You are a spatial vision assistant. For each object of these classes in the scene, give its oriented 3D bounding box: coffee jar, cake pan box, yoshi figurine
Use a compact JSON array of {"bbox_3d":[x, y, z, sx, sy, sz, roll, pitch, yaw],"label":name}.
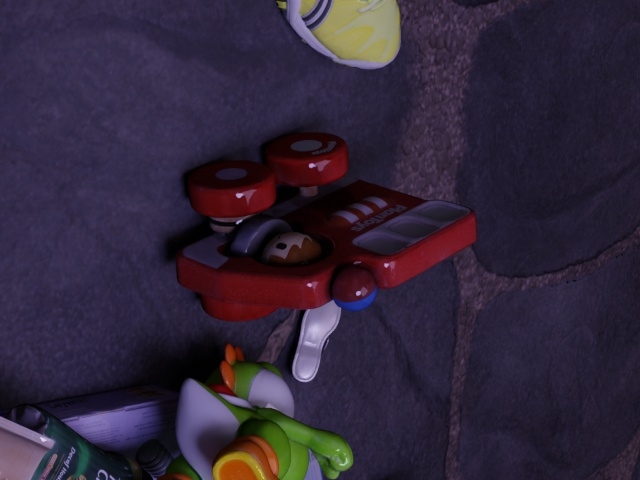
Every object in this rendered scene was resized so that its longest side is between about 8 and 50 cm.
[{"bbox_3d":[-0.254,0.243,1.395,0.184,0.079,0.096,41,72,-46],"label":"coffee jar"},{"bbox_3d":[-0.273,0.296,1.504,0.267,0.070,0.245,-7,106,-48],"label":"cake pan box"},{"bbox_3d":[-0.078,0.256,1.535,0.362,0.204,0.203,-71,-179,-74],"label":"yoshi figurine"}]

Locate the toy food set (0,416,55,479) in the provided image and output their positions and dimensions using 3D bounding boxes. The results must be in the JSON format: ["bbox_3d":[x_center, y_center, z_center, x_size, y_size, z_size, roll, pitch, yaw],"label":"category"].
[{"bbox_3d":[-0.403,0.272,1.228,0.220,0.092,0.306,27,85,-14],"label":"toy food set"}]

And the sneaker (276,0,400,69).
[{"bbox_3d":[0.025,-0.345,1.559,0.145,0.147,0.384,-52,137,-26],"label":"sneaker"}]

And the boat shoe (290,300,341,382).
[{"bbox_3d":[-0.008,0.123,1.773,0.046,0.038,0.125,17,83,-9],"label":"boat shoe"}]

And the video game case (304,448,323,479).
[{"bbox_3d":[-0.059,0.341,1.809,0.166,0.015,0.119,-33,127,-38],"label":"video game case"}]

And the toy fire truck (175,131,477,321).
[{"bbox_3d":[0.000,0.000,1.567,0.302,0.254,0.169,-26,121,-42],"label":"toy fire truck"}]
